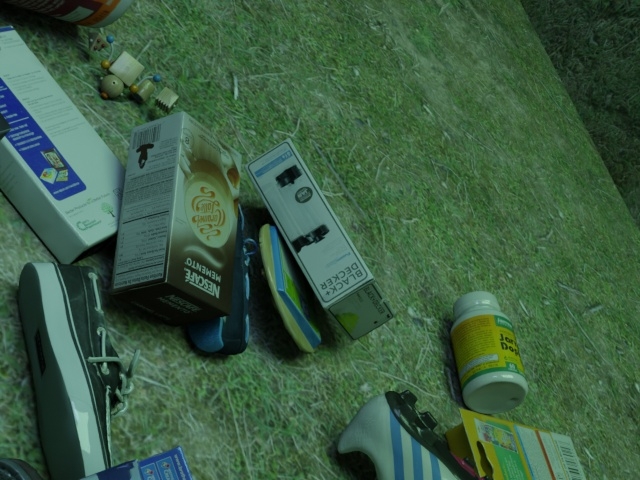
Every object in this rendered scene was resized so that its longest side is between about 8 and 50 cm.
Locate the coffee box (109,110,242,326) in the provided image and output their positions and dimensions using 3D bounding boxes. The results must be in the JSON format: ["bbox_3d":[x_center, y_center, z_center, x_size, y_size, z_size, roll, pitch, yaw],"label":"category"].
[{"bbox_3d":[-0.188,-0.026,1.265,0.141,0.098,0.246,34,50,-51],"label":"coffee box"}]

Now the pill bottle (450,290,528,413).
[{"bbox_3d":[0.301,0.199,1.723,0.118,0.118,0.208,29,37,-31],"label":"pill bottle"}]

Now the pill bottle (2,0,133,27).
[{"bbox_3d":[-0.458,-0.458,1.342,0.392,0.224,0.224,8,52,-48],"label":"pill bottle"}]

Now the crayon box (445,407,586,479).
[{"bbox_3d":[0.331,0.410,1.577,0.323,0.083,0.203,22,42,-39],"label":"crayon box"}]

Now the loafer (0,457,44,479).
[{"bbox_3d":[-0.251,0.350,0.908,0.302,0.109,0.095,65,14,10],"label":"loafer"}]

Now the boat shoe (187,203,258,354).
[{"bbox_3d":[-0.148,0.045,1.355,0.089,0.109,0.258,31,53,-48],"label":"boat shoe"}]

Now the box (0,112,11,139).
[{"bbox_3d":[-0.487,-0.100,0.994,0.142,0.163,0.247,54,31,0],"label":"box"}]

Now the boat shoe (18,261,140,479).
[{"bbox_3d":[-0.262,0.155,1.064,0.105,0.113,0.306,2,45,-34],"label":"boat shoe"}]

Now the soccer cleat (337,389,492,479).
[{"bbox_3d":[0.160,0.366,1.359,0.331,0.143,0.116,50,13,-1],"label":"soccer cleat"}]

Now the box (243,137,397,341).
[{"bbox_3d":[0.000,0.000,1.479,0.290,0.087,0.169,59,2,28],"label":"box"}]

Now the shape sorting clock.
[{"bbox_3d":[-0.050,0.073,1.423,0.206,0.040,0.206,61,13,-24],"label":"shape sorting clock"}]

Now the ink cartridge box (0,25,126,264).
[{"bbox_3d":[-0.377,-0.131,1.260,0.332,0.065,0.165,53,32,1],"label":"ink cartridge box"}]

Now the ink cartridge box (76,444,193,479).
[{"bbox_3d":[-0.232,0.315,0.823,0.311,0.065,0.185,-17,79,-26],"label":"ink cartridge box"}]

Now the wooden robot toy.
[{"bbox_3d":[-0.313,-0.246,1.482,0.173,0.076,0.079,40,68,-17],"label":"wooden robot toy"}]
